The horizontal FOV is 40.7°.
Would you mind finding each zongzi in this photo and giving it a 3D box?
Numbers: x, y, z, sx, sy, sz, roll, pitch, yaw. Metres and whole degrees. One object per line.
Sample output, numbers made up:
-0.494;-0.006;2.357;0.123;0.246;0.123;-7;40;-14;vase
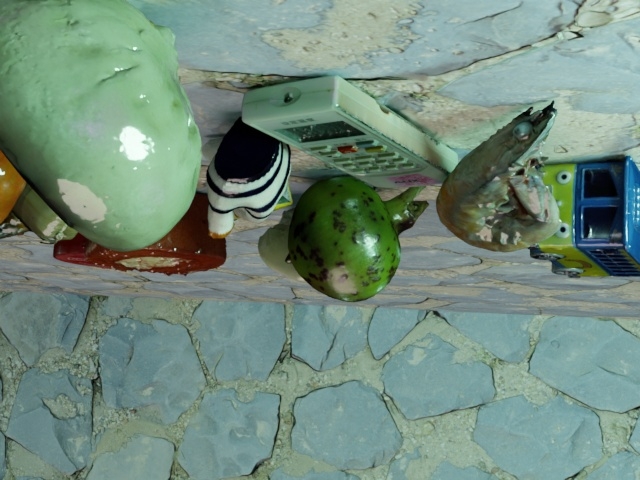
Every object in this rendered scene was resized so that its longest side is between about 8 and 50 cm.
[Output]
-0.424;-0.073;1.403;0.194;0.099;0.197;43;-166;22;zongzi

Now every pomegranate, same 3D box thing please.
0.064;-0.012;1.419;0.263;0.211;0.211;-24;167;2;pomegranate

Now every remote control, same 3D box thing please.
0.053;-0.132;1.141;0.145;0.050;0.344;-3;167;34;remote control

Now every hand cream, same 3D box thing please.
-0.444;-0.015;1.764;0.193;0.125;0.193;5;170;1;hand cream

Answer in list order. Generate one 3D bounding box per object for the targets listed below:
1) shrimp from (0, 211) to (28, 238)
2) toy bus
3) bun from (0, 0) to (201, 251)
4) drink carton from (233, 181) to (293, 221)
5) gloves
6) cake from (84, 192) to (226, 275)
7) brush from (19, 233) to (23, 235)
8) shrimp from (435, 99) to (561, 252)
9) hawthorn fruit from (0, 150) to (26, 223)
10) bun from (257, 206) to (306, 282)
-0.619;-0.065;1.573;0.364;0.071;0.233;-16;156;23;shrimp
0.423;-0.026;1.327;0.175;0.138;0.287;-1;169;29;toy bus
-0.203;-0.133;0.808;0.179;0.283;0.283;-35;167;0;bun
-0.134;-0.076;1.441;0.074;0.084;0.200;-17;-175;-40;drink carton
-0.103;-0.086;1.223;0.131;0.140;0.219;-5;162;1;gloves
-0.301;-0.022;1.627;0.283;0.151;0.177;14;154;-42;cake
-0.683;-0.052;1.737;0.323;0.051;0.070;15;158;-34;brush
0.256;-0.067;1.140;0.164;0.062;0.317;25;150;-1;shrimp
-0.529;-0.106;1.249;0.196;0.197;0.225;9;-163;-23;hawthorn fruit
0.000;0.000;1.608;0.237;0.116;0.210;3;-159;-24;bun
